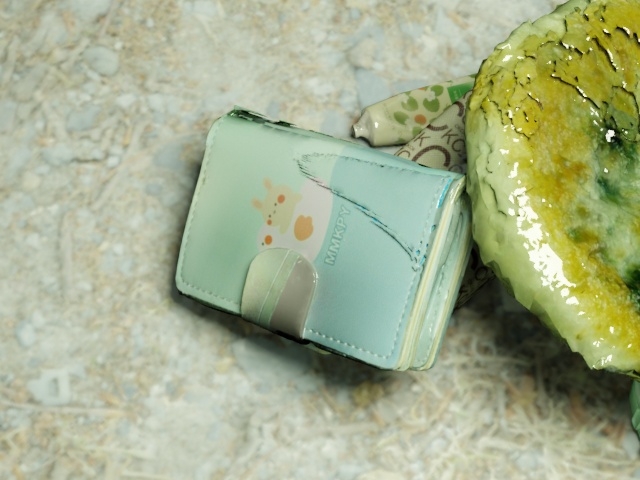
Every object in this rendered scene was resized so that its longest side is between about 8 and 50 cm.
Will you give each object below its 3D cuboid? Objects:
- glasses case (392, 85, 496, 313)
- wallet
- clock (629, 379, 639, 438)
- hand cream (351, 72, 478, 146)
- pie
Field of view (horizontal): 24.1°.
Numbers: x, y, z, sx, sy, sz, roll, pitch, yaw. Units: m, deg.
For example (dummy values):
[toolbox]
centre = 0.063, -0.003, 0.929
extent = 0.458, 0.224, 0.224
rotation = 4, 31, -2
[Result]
[glasses case]
centre = 0.165, -0.069, 1.313
extent = 0.355, 0.085, 0.137
rotation = -41, 75, -12
[wallet]
centre = 0.000, 0.000, 1.233
extent = 0.250, 0.075, 0.176
rotation = 19, 97, 35
[clock]
centre = 0.369, 0.151, 1.220
extent = 0.211, 0.066, 0.159
rotation = -13, 67, -3
[hand cream]
centre = 0.108, -0.119, 1.373
extent = 0.165, 0.037, 0.057
rotation = -15, 67, -10
[pie]
centre = 0.244, -0.040, 1.182
extent = 0.296, 0.078, 0.371
rotation = -1, 67, -29
